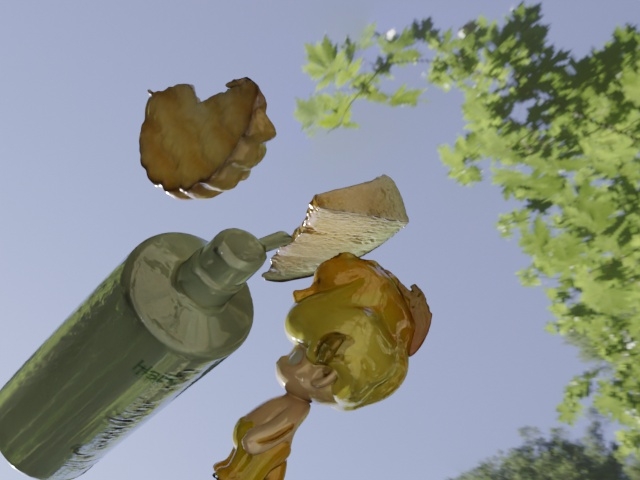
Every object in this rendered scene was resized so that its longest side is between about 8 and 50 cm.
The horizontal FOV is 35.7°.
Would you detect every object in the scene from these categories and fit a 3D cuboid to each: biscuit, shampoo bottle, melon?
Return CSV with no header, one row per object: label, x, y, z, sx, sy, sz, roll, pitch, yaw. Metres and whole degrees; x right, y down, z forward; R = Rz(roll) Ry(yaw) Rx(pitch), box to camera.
biscuit,-0.112,-0.093,0.956,0.061,0.183,0.118,19,-96,-45
shampoo bottle,-0.117,0.067,0.612,0.085,0.262,0.085,23,-132,-28
melon,0.008,-0.002,1.008,0.098,0.182,0.054,-8,-111,-25

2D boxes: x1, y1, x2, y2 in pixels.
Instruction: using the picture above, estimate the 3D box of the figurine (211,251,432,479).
figurine,-0.002,0.124,0.894,0.131,0.156,0.246,39,-97,-5
